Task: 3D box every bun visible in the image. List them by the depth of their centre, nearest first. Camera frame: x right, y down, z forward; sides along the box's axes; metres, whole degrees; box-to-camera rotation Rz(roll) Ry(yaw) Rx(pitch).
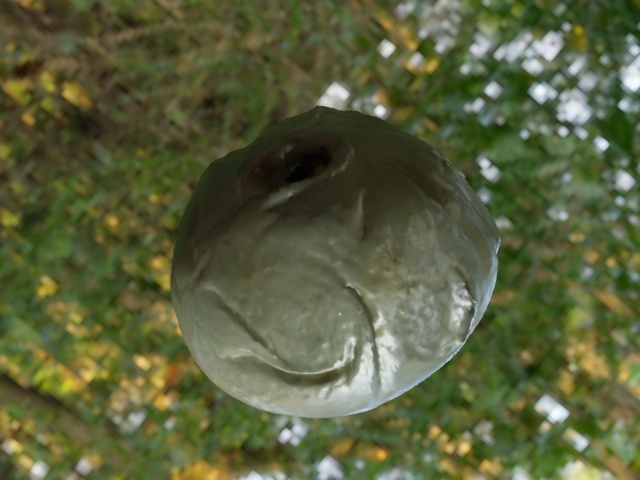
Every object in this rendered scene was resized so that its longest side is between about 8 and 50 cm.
[{"bbox_3d":[0.000,0.000,0.907,0.173,0.113,0.166,-19,-137,12],"label":"bun"}]
